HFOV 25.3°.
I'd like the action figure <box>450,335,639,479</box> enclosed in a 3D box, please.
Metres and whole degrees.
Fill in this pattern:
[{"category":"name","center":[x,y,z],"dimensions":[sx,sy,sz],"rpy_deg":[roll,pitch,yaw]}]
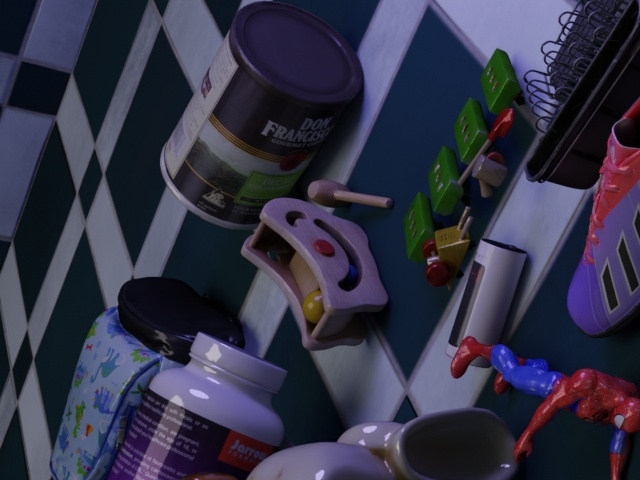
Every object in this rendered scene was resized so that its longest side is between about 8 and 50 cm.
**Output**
[{"category":"action figure","center":[0.221,0.180,1.397],"dimensions":[0.280,0.091,0.139],"rpy_deg":[4,76,65]}]

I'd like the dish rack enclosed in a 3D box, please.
[{"category":"dish rack","center":[0.273,-0.190,1.425],"dimensions":[0.208,0.074,0.271],"rpy_deg":[-59,17,31]}]

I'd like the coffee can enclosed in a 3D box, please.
[{"category":"coffee can","center":[-0.089,-0.178,2.061],"dimensions":[0.275,0.201,0.201],"rpy_deg":[-55,34,40]}]

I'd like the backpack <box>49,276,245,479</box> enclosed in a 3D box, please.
[{"category":"backpack","center":[-0.281,0.269,2.247],"dimensions":[0.290,0.273,0.355],"rpy_deg":[38,125,55]}]

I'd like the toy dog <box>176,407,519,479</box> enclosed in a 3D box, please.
[{"category":"toy dog","center":[-0.032,0.357,1.517],"dimensions":[0.408,0.395,0.284],"rpy_deg":[-25,67,50]}]

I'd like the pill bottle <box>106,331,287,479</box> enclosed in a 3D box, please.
[{"category":"pill bottle","center":[-0.161,0.285,1.770],"dimensions":[0.181,0.181,0.323],"rpy_deg":[17,83,64]}]

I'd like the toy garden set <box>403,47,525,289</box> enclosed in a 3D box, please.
[{"category":"toy garden set","center":[0.175,-0.071,1.617],"dimensions":[0.204,0.049,0.244],"rpy_deg":[-90,25,-64]}]

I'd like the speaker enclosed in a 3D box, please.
[{"category":"speaker","center":[0.182,0.068,1.566],"dimensions":[0.055,0.055,0.136],"rpy_deg":[35,110,63]}]

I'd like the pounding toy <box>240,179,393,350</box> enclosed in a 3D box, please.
[{"category":"pounding toy","center":[0.000,0.000,1.854],"dimensions":[0.155,0.154,0.269],"rpy_deg":[-60,31,33]}]

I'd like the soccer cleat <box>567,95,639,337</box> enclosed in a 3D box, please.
[{"category":"soccer cleat","center":[0.293,-0.049,1.316],"dimensions":[0.318,0.116,0.108],"rpy_deg":[-63,29,28]}]

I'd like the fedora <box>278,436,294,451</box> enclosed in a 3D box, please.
[{"category":"fedora","center":[-0.072,0.395,1.854],"dimensions":[0.244,0.124,0.275],"rpy_deg":[8,75,62]}]
